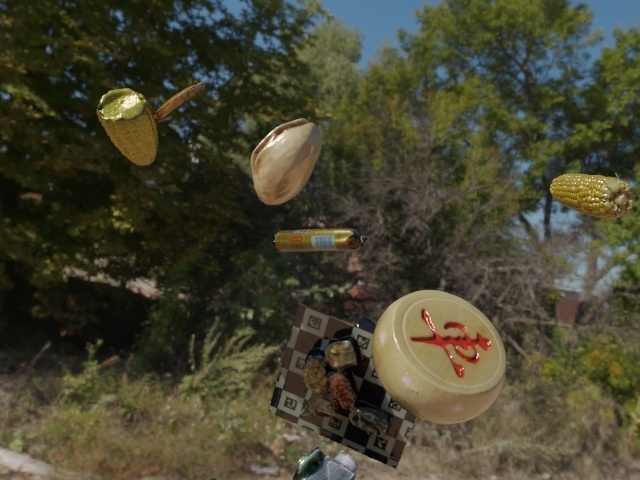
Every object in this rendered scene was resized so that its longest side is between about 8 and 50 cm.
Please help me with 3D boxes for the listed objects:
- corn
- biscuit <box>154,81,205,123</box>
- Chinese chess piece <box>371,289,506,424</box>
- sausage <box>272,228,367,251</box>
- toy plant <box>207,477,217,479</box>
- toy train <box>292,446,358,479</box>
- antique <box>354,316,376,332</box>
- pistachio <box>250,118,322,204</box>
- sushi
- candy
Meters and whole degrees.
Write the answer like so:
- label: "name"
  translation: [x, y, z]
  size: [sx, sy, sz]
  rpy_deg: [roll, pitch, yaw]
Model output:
- label: "corn"
  translation: [0.605, -0.105, 1.441]
  size: [0.091, 0.091, 0.260]
  rpy_deg: [38, 5, -12]
- label: "biscuit"
  translation: [-0.306, -0.294, 1.360]
  size: [0.133, 0.027, 0.184]
  rpy_deg: [-32, 15, 11]
- label: "Chinese chess piece"
  translation: [0.216, 0.205, 1.161]
  size: [0.250, 0.251, 0.097]
  rpy_deg: [9, -45, -17]
- label: "sausage"
  translation: [0.000, 0.000, 1.990]
  size: [0.371, 0.082, 0.082]
  rpy_deg: [-2, -9, 44]
- label: "toy plant"
  translation: [-0.327, 0.658, 1.515]
  size: [0.112, 0.243, 0.232]
  rpy_deg: [39, 19, 33]
- label: "toy train"
  translation: [-0.025, 0.619, 1.410]
  size: [0.173, 0.249, 0.307]
  rpy_deg: [30, 45, 24]
- label: "antique"
  translation: [0.200, 0.432, 2.080]
  size: [0.185, 0.255, 0.322]
  rpy_deg: [-12, 51, -41]
- label: "pistachio"
  translation: [-0.116, -0.267, 2.176]
  size: [0.214, 0.318, 0.193]
  rpy_deg: [34, 6, -33]
- label: "sushi"
  translation: [0.059, 0.368, 1.534]
  size: [0.359, 0.343, 0.064]
  rpy_deg: [21, 24, 11]
- label: "candy"
  translation: [-0.395, -0.228, 1.354]
  size: [0.106, 0.094, 0.199]
  rpy_deg: [-16, -26, -8]
